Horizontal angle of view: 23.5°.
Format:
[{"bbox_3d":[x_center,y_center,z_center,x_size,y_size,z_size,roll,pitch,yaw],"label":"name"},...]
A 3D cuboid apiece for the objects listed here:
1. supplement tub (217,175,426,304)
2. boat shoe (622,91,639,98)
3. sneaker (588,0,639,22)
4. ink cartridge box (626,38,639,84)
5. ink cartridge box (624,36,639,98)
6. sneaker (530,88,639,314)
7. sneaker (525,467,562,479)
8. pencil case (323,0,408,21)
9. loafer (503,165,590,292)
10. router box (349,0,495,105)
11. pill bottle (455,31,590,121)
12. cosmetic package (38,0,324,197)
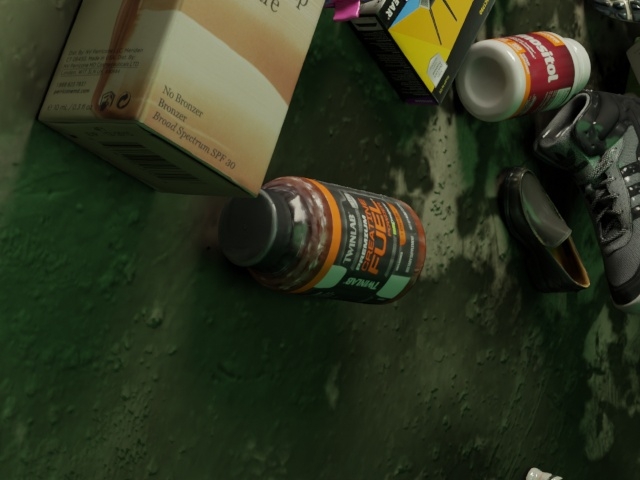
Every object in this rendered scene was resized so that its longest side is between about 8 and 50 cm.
[{"bbox_3d":[0.000,0.000,1.385,0.198,0.106,0.106,9,87,-49],"label":"supplement tub"},{"bbox_3d":[0.349,-0.136,1.818,0.035,0.035,0.100,40,71,-46],"label":"boat shoe"},{"bbox_3d":[0.447,-0.309,1.768,0.122,0.283,0.110,28,47,-78],"label":"sneaker"},{"bbox_3d":[0.465,-0.146,1.768,0.134,0.078,0.231,-20,81,-19],"label":"ink cartridge box"},{"bbox_3d":[0.414,-0.132,1.869,0.109,0.062,0.209,23,77,-48],"label":"ink cartridge box"},{"bbox_3d":[0.308,-0.055,1.697,0.153,0.101,0.269,20,59,-28],"label":"sneaker"},{"bbox_3d":[0.274,0.305,1.774,0.109,0.043,0.040,53,54,-39],"label":"sneaker"},{"bbox_3d":[0.018,-0.320,1.374,0.104,0.104,0.236,-24,109,-45],"label":"pencil case"},{"bbox_3d":[0.252,-0.012,1.701,0.062,0.061,0.170,-51,128,-30],"label":"loafer"},{"bbox_3d":[0.109,-0.244,1.525,0.133,0.046,0.179,50,58,-39],"label":"router box"},{"bbox_3d":[0.218,-0.176,1.627,0.152,0.086,0.086,-16,106,-47],"label":"pill bottle"},{"bbox_3d":[-0.091,-0.198,1.243,0.153,0.129,0.296,30,71,-44],"label":"cosmetic package"}]
